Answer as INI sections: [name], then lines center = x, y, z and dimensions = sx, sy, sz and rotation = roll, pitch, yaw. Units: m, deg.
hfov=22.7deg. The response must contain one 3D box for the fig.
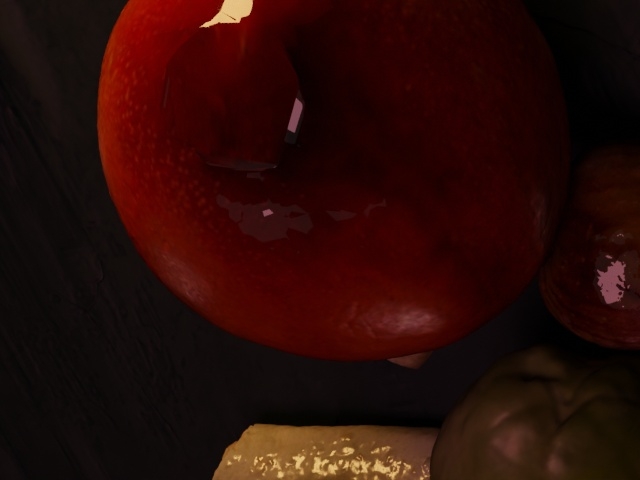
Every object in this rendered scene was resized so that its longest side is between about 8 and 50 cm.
[fig]
center = 0.288, 0.014, 1.320
dimensions = 0.207, 0.175, 0.175
rotation = 14, 130, -5

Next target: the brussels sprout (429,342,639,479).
[brussels sprout]
center = 0.227, 0.214, 1.359
dimensions = 0.242, 0.317, 0.273
rotation = -33, 134, 22

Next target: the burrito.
[burrito]
center = 0.005, 0.264, 1.669
dimensions = 0.299, 0.105, 0.143
rotation = -5, 122, 29

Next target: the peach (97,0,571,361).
[peach]
center = 0.008, -0.091, 1.239
dimensions = 0.388, 0.388, 0.388
rotation = 14, 127, 20

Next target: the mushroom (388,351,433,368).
[mushroom]
center = 0.000, 0.000, 1.471
dimensions = 0.285, 0.156, 0.151
rotation = 26, 119, -5
